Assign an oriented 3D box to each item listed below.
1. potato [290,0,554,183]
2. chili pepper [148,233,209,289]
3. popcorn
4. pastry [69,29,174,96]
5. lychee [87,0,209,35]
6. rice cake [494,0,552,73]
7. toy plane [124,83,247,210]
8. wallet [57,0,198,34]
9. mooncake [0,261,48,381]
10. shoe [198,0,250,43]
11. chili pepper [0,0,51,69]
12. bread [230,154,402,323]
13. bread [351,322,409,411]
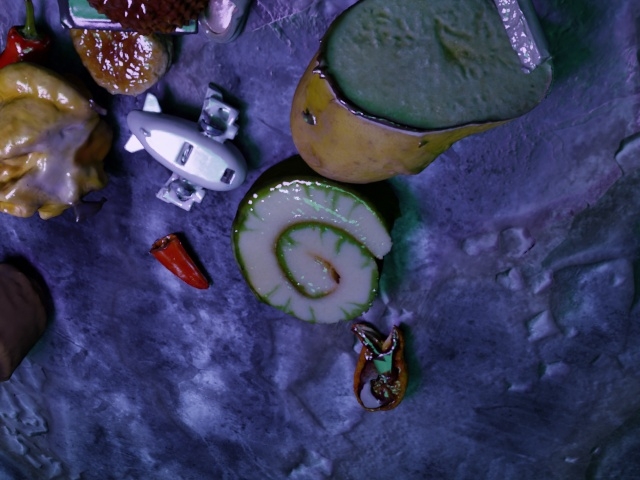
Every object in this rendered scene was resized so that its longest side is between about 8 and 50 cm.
[{"bbox_3d":[0.141,-0.241,1.053,0.397,0.289,0.296,-17,163,-17],"label":"potato"},{"bbox_3d":[-0.326,0.062,1.465,0.088,0.065,0.169,-13,126,42],"label":"chili pepper"},{"bbox_3d":[-0.566,-0.196,1.240,0.281,0.297,0.315,24,90,26],"label":"popcorn"},{"bbox_3d":[-0.375,-0.375,1.145,0.182,0.093,0.192,-22,115,24],"label":"pastry"},{"bbox_3d":[-0.257,-0.444,0.881,0.268,0.267,0.267,8,126,11],"label":"lychee"},{"bbox_3d":[0.288,-0.386,0.921,0.049,0.055,0.269,-20,88,51],"label":"rice cake"},{"bbox_3d":[-0.269,-0.190,1.230,0.267,0.122,0.266,2,109,5],"label":"toy plane"},{"bbox_3d":[-0.330,-0.516,1.011,0.247,0.041,0.322,3,110,0],"label":"wallet"},{"bbox_3d":[-0.942,0.189,1.605,0.394,0.246,0.393,27,135,-4],"label":"mooncake"},{"bbox_3d":[-0.153,-0.443,1.033,0.103,0.100,0.251,28,130,-4],"label":"shoe"},{"bbox_3d":[-0.662,-0.346,1.229,0.369,0.091,0.137,-28,145,21],"label":"chili pepper"},{"bbox_3d":[0.000,0.000,1.284,0.382,0.129,0.366,-23,113,27],"label":"bread"},{"bbox_3d":[0.149,0.312,1.494,0.140,0.095,0.268,3,111,11],"label":"bread"}]
